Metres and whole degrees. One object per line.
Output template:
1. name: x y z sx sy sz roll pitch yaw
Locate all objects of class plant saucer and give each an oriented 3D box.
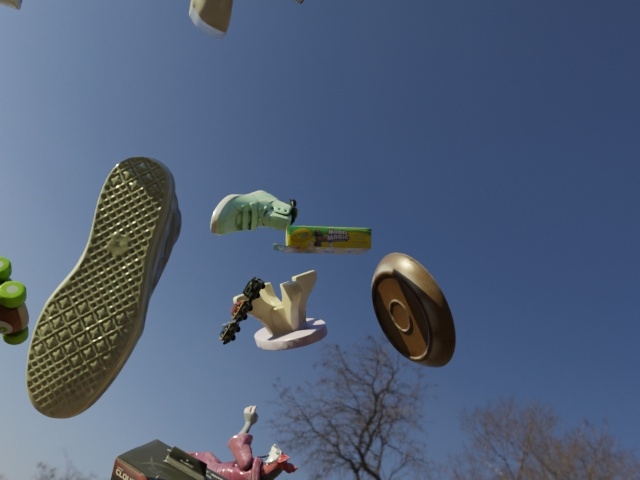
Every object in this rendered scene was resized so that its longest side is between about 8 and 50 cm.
1. plant saucer: 0.218 0.184 1.461 0.310 0.050 0.311 43 -37 44

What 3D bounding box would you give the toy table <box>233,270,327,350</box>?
1. toy table: -0.099 0.192 1.577 0.274 0.252 0.161 -12 -85 49

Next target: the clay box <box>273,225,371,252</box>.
1. clay box: 0.000 0.000 1.351 0.221 0.053 0.127 3 -8 -5

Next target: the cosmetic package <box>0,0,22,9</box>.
1. cosmetic package: -0.563 -0.482 0.954 0.117 0.086 0.231 12 -9 -21

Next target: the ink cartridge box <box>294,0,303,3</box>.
1. ink cartridge box: -0.134 -0.593 1.062 0.310 0.186 0.065 25 -14 -13

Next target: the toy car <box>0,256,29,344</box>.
1. toy car: -0.707 0.146 1.166 0.149 0.188 0.155 46 -44 25

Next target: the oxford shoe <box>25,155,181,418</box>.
1. oxford shoe: -0.349 0.078 0.979 0.169 0.450 0.130 17 -13 3

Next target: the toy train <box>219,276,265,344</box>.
1. toy train: -0.158 0.138 1.133 0.036 0.027 0.158 37 -73 21

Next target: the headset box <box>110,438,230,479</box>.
1. headset box: -0.259 0.501 0.982 0.217 0.110 0.294 17 -83 24

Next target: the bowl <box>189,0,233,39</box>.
1. bowl: -0.147 -0.355 0.794 0.053 0.142 0.142 7 -80 -18

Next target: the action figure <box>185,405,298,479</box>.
1. action figure: -0.233 0.599 1.447 0.370 0.275 0.248 -26 -89 23

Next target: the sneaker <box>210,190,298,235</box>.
1. sneaker: -0.161 -0.063 1.501 0.151 0.256 0.094 21 -62 25
